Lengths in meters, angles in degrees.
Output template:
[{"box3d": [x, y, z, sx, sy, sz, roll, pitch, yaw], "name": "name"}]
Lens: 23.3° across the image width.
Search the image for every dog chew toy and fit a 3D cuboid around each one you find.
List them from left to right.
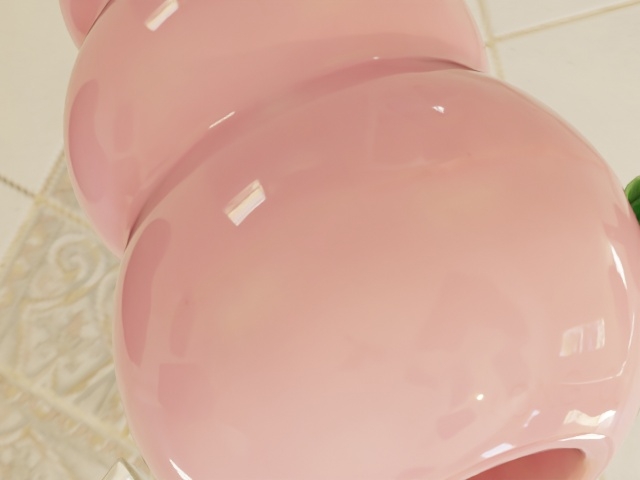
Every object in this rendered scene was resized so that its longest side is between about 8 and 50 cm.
[{"box3d": [-0.010, -0.034, 0.626, 0.206, 0.206, 0.332, -31, 62, 8], "name": "dog chew toy"}]

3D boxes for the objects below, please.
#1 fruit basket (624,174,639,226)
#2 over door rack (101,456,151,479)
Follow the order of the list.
[{"box3d": [0.303, -0.031, 0.802, 0.327, 0.353, 0.165, -16, 65, -22], "name": "fruit basket"}, {"box3d": [-0.105, 0.327, 0.915, 0.239, 0.108, 0.324, 41, 74, -32], "name": "over door rack"}]
